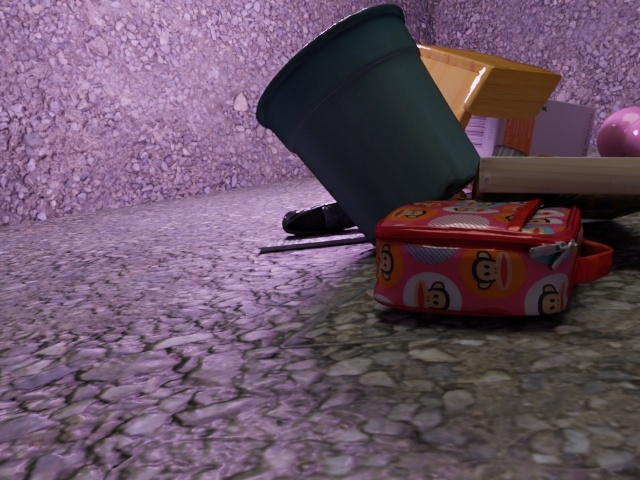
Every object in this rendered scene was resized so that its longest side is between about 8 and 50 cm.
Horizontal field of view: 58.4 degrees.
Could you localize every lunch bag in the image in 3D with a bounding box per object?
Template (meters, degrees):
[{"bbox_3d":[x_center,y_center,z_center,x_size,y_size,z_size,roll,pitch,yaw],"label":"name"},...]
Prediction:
[{"bbox_3d":[0.222,0.014,0.717,0.258,0.120,0.293,4,11,25],"label":"lunch bag"}]

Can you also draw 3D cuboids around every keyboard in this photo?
[{"bbox_3d":[0.000,0.000,1.199,0.256,0.014,0.072,-6,10,2],"label":"keyboard"}]

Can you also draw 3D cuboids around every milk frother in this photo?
[{"bbox_3d":[0.432,-0.146,1.392,0.129,0.134,0.143,23,-1,-27],"label":"milk frother"}]

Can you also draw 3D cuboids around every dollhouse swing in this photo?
[{"bbox_3d":[0.370,-0.333,1.515,0.315,0.304,0.347,-3,26,-26],"label":"dollhouse swing"}]

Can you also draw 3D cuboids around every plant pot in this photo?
[{"bbox_3d":[0.111,-0.191,1.081,0.341,0.334,0.341,-34,-5,-4],"label":"plant pot"}]

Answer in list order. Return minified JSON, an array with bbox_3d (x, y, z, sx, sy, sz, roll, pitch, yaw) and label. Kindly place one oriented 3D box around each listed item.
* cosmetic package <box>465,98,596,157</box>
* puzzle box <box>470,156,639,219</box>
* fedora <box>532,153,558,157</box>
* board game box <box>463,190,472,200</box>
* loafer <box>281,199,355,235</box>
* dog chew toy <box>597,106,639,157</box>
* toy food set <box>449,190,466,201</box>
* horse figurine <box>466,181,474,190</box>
[{"bbox_3d":[0.623,-0.315,1.735,0.454,0.229,0.162,-3,14,-36],"label":"cosmetic package"},{"bbox_3d":[0.391,-0.076,0.941,0.272,0.052,0.409,2,-2,14],"label":"puzzle box"},{"bbox_3d":[0.488,-0.130,1.234,0.195,0.079,0.194,4,40,-3],"label":"fedora"},{"bbox_3d":[0.281,-0.120,1.651,0.145,0.027,0.281,-16,14,-38],"label":"board game box"},{"bbox_3d":[0.022,-0.051,1.313,0.223,0.076,0.078,-10,15,5],"label":"loafer"},{"bbox_3d":[1.011,-0.300,1.757,0.207,0.206,0.332,-8,18,-7],"label":"dog chew toy"},{"bbox_3d":[0.244,-0.102,1.366,0.105,0.111,0.232,-19,2,41],"label":"toy food set"},{"bbox_3d":[0.506,-0.177,1.725,0.175,0.066,0.263,4,11,23],"label":"horse figurine"}]
